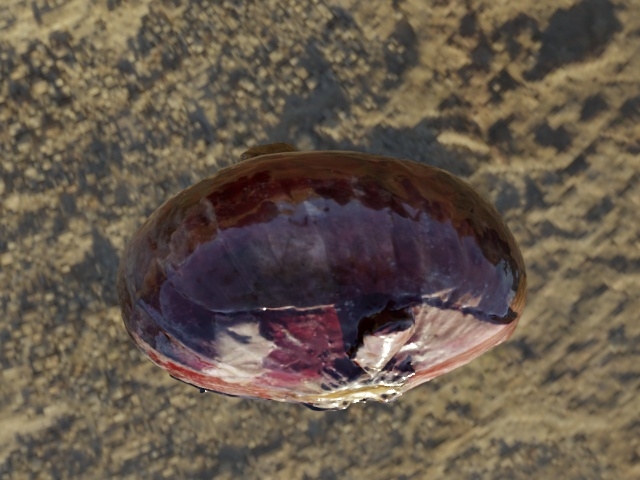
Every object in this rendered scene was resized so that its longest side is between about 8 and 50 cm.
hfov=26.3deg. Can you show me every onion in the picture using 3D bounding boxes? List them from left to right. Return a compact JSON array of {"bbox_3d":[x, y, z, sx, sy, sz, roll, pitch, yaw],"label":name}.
[{"bbox_3d":[0.000,0.000,0.677,0.205,0.151,0.098,-11,155,-9],"label":"onion"}]
